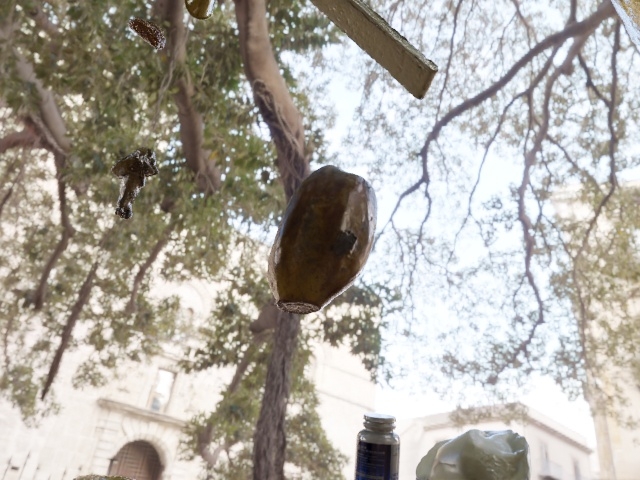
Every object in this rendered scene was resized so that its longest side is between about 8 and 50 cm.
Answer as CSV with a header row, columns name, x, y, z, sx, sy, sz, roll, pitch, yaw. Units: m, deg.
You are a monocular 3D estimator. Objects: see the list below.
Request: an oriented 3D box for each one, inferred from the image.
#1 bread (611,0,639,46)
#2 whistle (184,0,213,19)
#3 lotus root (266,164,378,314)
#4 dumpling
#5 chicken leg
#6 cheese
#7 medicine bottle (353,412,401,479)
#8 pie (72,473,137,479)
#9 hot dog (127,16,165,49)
name,x,y,z,sx,sy,sz,roll,pitch,yaw
bread,0.369,-0.278,0.524,0.171,0.197,0.197,35,-41,-25
whistle,-0.158,-0.376,0.801,0.046,0.057,0.109,19,-20,-28
lotus root,0.008,0.005,1.014,0.193,0.290,0.193,19,-31,12
dumpling,0.274,0.380,0.939,0.126,0.166,0.215,40,-36,10
chicken leg,-0.507,-0.161,1.467,0.125,0.196,0.080,35,2,33
cheese,0.073,-0.424,1.064,0.400,0.034,0.085,49,-31,15
medicine bottle,0.135,0.513,1.300,0.107,0.191,0.107,4,-9,1
pie,-0.305,0.512,0.991,0.340,0.083,0.339,15,-36,11
hot dog,-0.350,-0.424,1.110,0.083,0.058,0.035,40,-70,5
